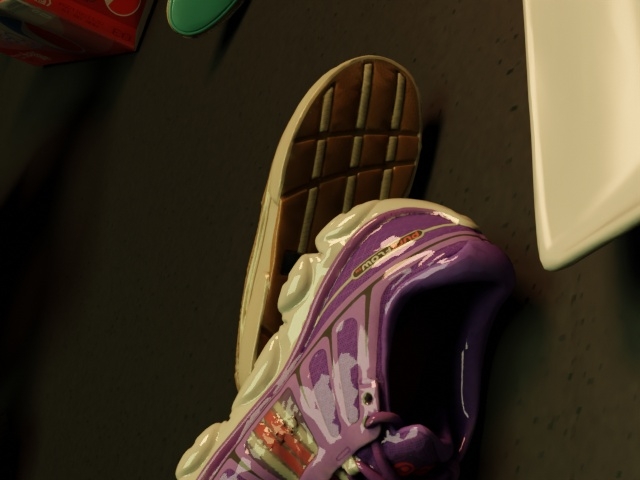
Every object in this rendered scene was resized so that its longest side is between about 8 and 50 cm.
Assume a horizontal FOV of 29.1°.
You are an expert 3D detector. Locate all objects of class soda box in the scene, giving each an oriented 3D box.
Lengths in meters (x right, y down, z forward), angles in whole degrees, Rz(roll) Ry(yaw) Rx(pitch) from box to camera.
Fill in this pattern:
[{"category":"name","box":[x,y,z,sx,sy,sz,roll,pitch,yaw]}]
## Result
[{"category":"soda box","box":[-0.202,-0.185,0.903,0.263,0.092,0.084,9,79,63]}]

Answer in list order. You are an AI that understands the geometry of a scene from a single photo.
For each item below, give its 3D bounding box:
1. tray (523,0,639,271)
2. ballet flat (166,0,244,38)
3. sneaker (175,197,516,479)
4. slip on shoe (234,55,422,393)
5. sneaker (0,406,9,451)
[{"category":"tray","box":[0.145,-0.104,0.267,0.270,0.030,0.145,-38,40,45]},{"category":"ballet flat","box":[-0.044,-0.160,0.661,0.114,0.041,0.041,-59,28,16]},{"category":"sneaker","box":[0.004,0.067,0.362,0.071,0.068,0.170,22,89,58]},{"category":"slip on shoe","box":[0.000,0.000,0.443,0.041,0.051,0.135,169,114,-73]},{"category":"sneaker","box":[-0.307,0.174,0.762,0.286,0.130,0.109,-54,-7,17]}]
